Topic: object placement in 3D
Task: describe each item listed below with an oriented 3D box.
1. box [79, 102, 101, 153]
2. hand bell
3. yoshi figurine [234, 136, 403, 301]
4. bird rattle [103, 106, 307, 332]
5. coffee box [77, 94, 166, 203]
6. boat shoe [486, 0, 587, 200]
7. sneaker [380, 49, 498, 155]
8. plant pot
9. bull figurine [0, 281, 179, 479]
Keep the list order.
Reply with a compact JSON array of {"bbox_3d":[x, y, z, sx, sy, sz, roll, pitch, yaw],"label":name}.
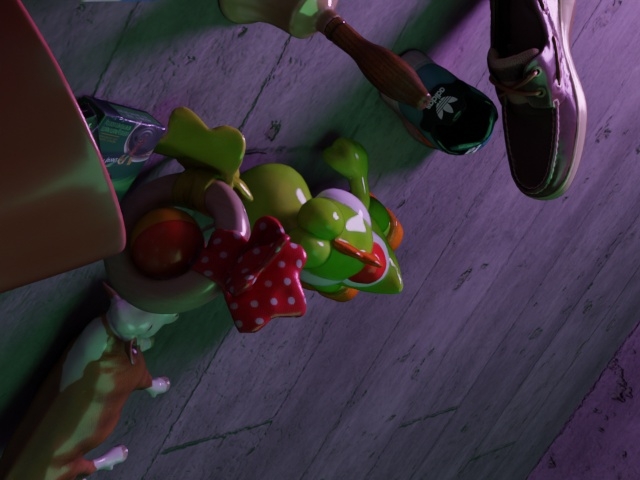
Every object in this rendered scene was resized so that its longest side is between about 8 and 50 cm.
[{"bbox_3d":[-0.267,-0.047,1.468,0.116,0.029,0.162,-19,130,-21],"label":"box"},{"bbox_3d":[0.022,-0.210,1.524,0.126,0.242,0.126,-37,152,-23],"label":"hand bell"},{"bbox_3d":[-0.016,-0.023,1.885,0.203,0.203,0.362,-9,173,9],"label":"yoshi figurine"},{"bbox_3d":[-0.130,0.001,1.608,0.207,0.253,0.143,-26,156,8],"label":"bird rattle"},{"bbox_3d":[-0.246,-0.058,1.546,0.184,0.040,0.113,-54,154,13],"label":"coffee box"},{"bbox_3d":[0.257,-0.221,1.914,0.123,0.123,0.342,-5,97,-44],"label":"boat shoe"},{"bbox_3d":[0.183,-0.155,2.010,0.108,0.121,0.302,-52,155,8],"label":"sneaker"},{"bbox_3d":[-0.323,-0.058,1.188,0.243,0.275,0.275,-29,151,-15],"label":"plant pot"},{"bbox_3d":[-0.266,0.180,1.788,0.310,0.101,0.188,-52,157,6],"label":"bull figurine"}]
